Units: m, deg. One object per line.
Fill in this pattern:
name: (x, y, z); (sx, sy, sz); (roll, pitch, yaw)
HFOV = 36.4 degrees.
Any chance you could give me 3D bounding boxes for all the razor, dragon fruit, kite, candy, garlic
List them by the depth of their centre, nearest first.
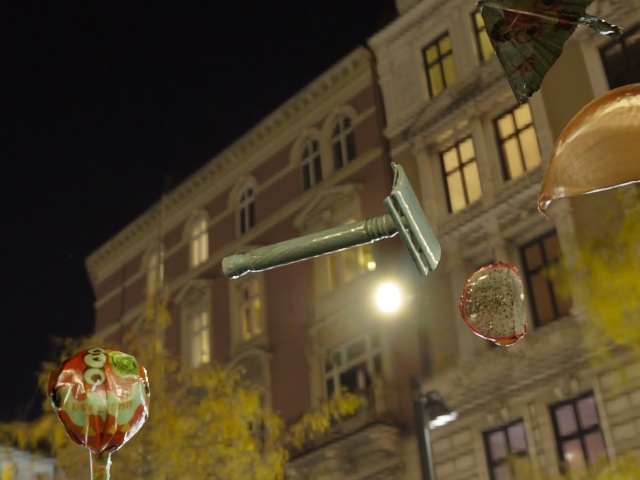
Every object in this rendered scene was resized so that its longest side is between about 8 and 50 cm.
candy: (-0.200, 0.226, 0.868); (0.084, 0.078, 0.287); (-4, -65, -24)
dragon fruit: (0.173, 0.066, 0.980); (0.060, 0.083, 0.056); (-11, -9, 21)
razor: (0.000, 0.000, 1.024); (0.232, 0.068, 0.106); (-14, -55, 23)
garlic: (0.350, -0.105, 1.118); (0.207, 0.128, 0.115); (-21, -14, 28)
kite: (0.338, -0.324, 1.418); (0.268, 0.013, 0.323); (3, -42, -23)
